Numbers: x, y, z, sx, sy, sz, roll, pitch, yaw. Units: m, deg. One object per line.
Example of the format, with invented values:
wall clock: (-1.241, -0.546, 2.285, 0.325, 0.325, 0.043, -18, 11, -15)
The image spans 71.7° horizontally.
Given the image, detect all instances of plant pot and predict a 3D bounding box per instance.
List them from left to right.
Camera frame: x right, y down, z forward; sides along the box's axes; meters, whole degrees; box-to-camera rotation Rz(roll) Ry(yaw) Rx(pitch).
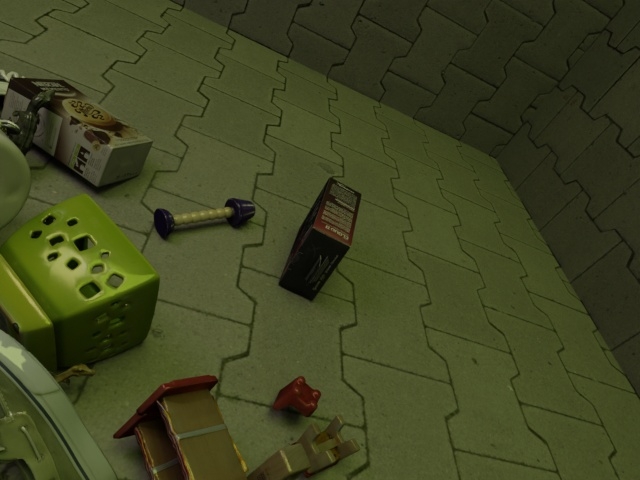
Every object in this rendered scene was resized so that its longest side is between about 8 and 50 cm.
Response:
plant pot: (-0.439, 0.092, 0.759, 0.227, 0.228, 0.207, 44, 43, 15)

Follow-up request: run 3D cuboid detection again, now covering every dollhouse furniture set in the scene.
dollhouse furniture set: (-0.127, 0.354, 0.780, 0.374, 0.152, 0.201, 13, 36, -52)

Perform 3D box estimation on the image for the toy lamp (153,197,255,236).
toy lamp: (-0.294, -0.065, 1.170, 0.275, 0.080, 0.080, -15, 57, -43)

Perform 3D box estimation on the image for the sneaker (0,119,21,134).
sneaker: (-0.669, -0.232, 0.915, 0.083, 0.031, 0.035, 15, 52, -20)

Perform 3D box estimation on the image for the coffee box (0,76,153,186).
coffee box: (-0.609, -0.278, 1.119, 0.297, 0.119, 0.168, 34, 23, 1)

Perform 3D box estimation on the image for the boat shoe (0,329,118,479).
boat shoe: (-0.391, 0.258, 0.601, 0.094, 0.109, 0.302, -42, 111, -45)

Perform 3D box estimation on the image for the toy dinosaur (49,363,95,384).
toy dinosaur: (-0.453, 0.235, 0.683, 0.183, 0.092, 0.053, -18, 59, -47)

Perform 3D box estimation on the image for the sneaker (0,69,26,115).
sneaker: (-0.863, -0.359, 1.070, 0.292, 0.110, 0.118, -8, 61, -42)

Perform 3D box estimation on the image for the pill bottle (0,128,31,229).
pill bottle: (-0.637, -0.166, 0.685, 0.361, 0.204, 0.204, 38, 35, 23)

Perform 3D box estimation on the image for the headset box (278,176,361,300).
headset box: (0.000, 0.000, 1.191, 0.110, 0.218, 0.293, 27, 35, -7)

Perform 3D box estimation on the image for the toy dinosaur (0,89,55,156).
toy dinosaur: (-0.681, -0.222, 1.000, 0.118, 0.268, 0.064, 12, -4, 39)
